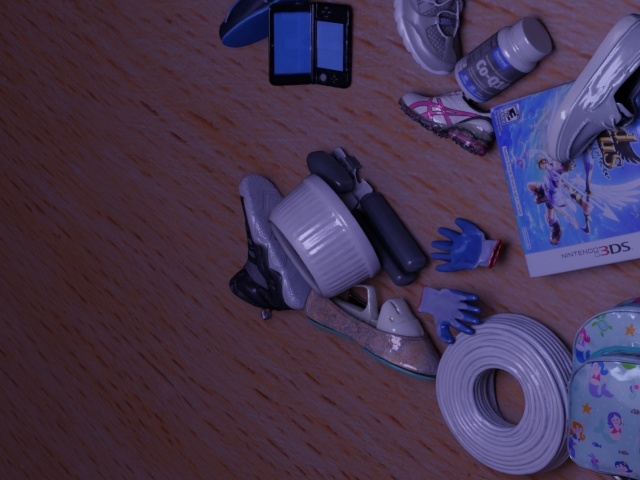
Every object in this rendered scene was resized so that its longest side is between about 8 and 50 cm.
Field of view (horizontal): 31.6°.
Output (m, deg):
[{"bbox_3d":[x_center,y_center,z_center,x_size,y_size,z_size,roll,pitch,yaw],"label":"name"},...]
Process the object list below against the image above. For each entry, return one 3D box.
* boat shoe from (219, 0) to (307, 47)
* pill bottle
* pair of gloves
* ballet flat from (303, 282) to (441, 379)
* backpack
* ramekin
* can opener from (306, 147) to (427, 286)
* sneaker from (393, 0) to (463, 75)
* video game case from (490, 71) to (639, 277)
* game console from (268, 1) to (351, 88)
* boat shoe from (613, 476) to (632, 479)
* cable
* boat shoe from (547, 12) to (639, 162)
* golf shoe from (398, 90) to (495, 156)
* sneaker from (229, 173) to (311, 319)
[{"bbox_3d":[-0.081,-0.437,1.991,0.258,0.109,0.089,-32,70,26],"label":"boat shoe"},{"bbox_3d":[0.273,-0.271,1.689,0.137,0.078,0.078,-34,76,43],"label":"pill bottle"},{"bbox_3d":[0.215,0.064,1.806,0.159,0.023,0.198,17,90,59],"label":"pair of gloves"},{"bbox_3d":[0.092,0.137,1.946,0.316,0.107,0.106,23,108,37],"label":"ballet flat"},{"bbox_3d":[0.455,0.208,1.563,0.225,0.191,0.253,5,97,39],"label":"backpack"},{"bbox_3d":[0.000,0.000,1.918,0.207,0.109,0.207,53,171,12],"label":"ramekin"},{"bbox_3d":[0.067,-0.043,1.927,0.283,0.095,0.076,56,132,27],"label":"can opener"},{"bbox_3d":[0.180,-0.394,1.730,0.115,0.105,0.281,-4,97,44],"label":"sneaker"},{"bbox_3d":[0.385,-0.096,1.636,0.244,0.061,0.269,-14,89,44],"label":"video game case"},{"bbox_3d":[-0.018,-0.333,1.943,0.124,0.085,0.144,17,115,41],"label":"game console"},{"bbox_3d":[0.474,0.362,1.673,0.043,0.049,0.137,-42,64,-1],"label":"boat shoe"},{"bbox_3d":[0.299,0.245,1.779,0.257,0.089,0.257,-44,70,41],"label":"cable"},{"bbox_3d":[0.386,-0.189,1.518,0.081,0.079,0.227,45,121,31],"label":"boat shoe"},{"bbox_3d":[0.207,-0.202,1.789,0.186,0.067,0.086,31,93,35],"label":"golf shoe"},{"bbox_3d":[-0.118,0.020,2.114,0.153,0.101,0.269,-27,84,41],"label":"sneaker"}]
